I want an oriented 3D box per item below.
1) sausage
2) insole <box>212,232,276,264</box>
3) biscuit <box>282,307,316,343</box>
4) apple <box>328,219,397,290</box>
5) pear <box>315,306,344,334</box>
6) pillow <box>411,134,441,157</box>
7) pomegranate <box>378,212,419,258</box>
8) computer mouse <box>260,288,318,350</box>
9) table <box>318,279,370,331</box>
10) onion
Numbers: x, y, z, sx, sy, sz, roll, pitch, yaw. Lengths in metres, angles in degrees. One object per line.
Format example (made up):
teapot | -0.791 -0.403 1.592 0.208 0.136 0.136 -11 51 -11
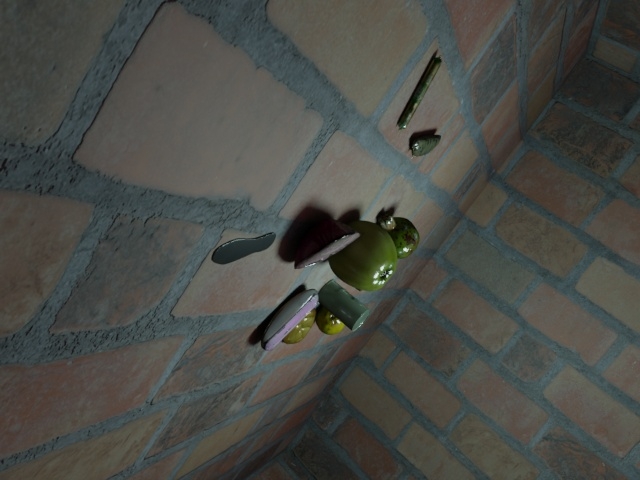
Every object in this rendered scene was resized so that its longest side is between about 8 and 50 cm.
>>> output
sausage | 0.326 -0.481 1.530 0.032 0.033 0.269 -19 142 -54
insole | -0.212 0.022 1.313 0.253 0.005 0.086 -16 141 -55
biscuit | -0.093 0.399 2.116 0.203 0.041 0.260 -40 155 -26
apple | 0.163 0.056 1.805 0.279 0.279 0.279 -42 157 -22
pear | 0.051 0.378 2.229 0.149 0.149 0.162 -42 161 -21
pillow | 0.413 -0.375 1.852 0.241 0.051 0.093 -24 141 -51
pomegranate | 0.335 -0.030 2.090 0.202 0.202 0.248 -48 132 -8
computer mouse | -0.129 0.308 1.854 0.310 0.072 0.158 -44 159 -16
table | 0.100 0.290 2.079 0.126 0.220 0.126 -40 155 -24
onion | 0.000 0.000 1.584 0.247 0.111 0.250 -31 173 11
